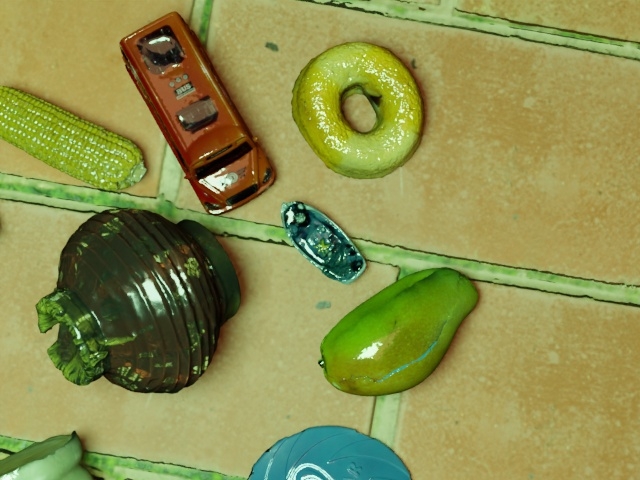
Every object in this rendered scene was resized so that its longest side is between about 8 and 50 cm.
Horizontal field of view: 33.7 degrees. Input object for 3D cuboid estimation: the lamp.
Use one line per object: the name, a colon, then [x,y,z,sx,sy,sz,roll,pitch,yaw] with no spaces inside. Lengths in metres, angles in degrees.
lamp: [-0.226,0.078,1.286,0.247,0.247,0.247,0,85,0]

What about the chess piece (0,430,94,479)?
chess piece: [-0.319,0.421,1.296,0.182,0.182,0.330,-24,92,-2]

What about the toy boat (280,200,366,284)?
toy boat: [0.000,0.000,1.376,0.060,0.061,0.137,-44,86,-4]

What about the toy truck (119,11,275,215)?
toy truck: [-0.160,-0.161,1.363,0.107,0.114,0.252,-29,85,-4]

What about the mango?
mango: [0.108,0.118,1.345,0.233,0.111,0.125,-29,99,-15]

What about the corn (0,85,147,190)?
corn: [-0.337,-0.131,1.379,0.238,0.080,0.080,24,85,5]

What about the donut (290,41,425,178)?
donut: [0.051,-0.176,1.385,0.174,0.074,0.190,-16,86,-2]

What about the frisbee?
frisbee: [0.011,0.361,1.354,0.242,0.045,0.242,0,86,1]
